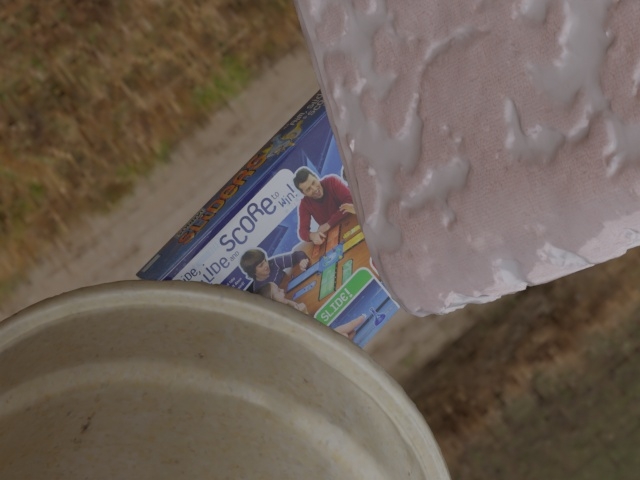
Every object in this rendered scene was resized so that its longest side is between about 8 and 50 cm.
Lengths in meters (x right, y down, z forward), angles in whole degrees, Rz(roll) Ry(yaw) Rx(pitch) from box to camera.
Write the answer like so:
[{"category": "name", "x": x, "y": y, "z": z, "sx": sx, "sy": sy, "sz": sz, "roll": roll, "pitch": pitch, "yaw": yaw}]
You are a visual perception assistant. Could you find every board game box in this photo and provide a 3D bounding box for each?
[{"category": "board game box", "x": 0.000, "y": 0.000, "z": 0.987, "sx": 0.201, "sy": 0.035, "sz": 0.136, "roll": -45, "pitch": 115, "yaw": -12}]

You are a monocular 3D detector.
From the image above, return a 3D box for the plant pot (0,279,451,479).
[{"category": "plant pot", "x": -0.099, "y": 0.238, "z": 0.812, "sx": 0.334, "sy": 0.333, "sz": 0.305, "roll": -51, "pitch": -168, "yaw": 26}]

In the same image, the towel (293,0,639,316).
[{"category": "towel", "x": 0.098, "y": -0.149, "z": 0.652, "sx": 0.053, "sy": 0.317, "sz": 0.331, "roll": -19, "pitch": 178, "yaw": -42}]
